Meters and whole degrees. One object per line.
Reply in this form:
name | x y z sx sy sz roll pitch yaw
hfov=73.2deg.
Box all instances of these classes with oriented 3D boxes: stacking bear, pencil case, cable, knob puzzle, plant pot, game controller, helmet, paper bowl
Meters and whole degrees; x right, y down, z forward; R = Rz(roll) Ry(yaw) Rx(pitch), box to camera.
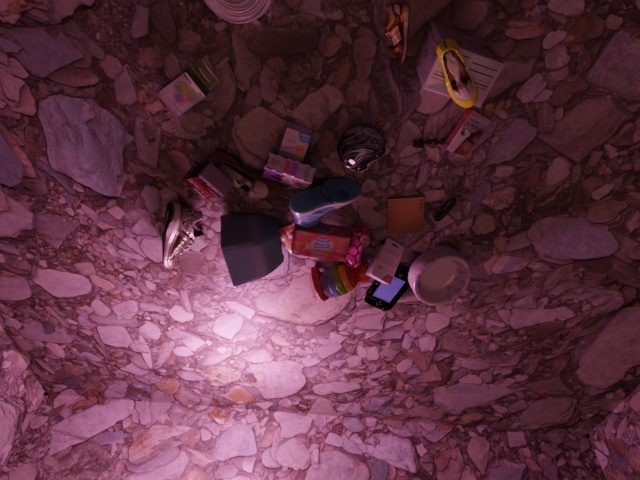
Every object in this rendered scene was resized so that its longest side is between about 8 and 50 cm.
stacking bear | 0.120 0.181 2.130 0.289 0.164 0.175 -22 126 15
pencil case | 0.171 0.029 2.009 0.098 0.095 0.209 35 132 33
cable | -0.264 -0.815 1.341 0.257 0.089 0.257 11 130 -6
knob puzzle | -0.088 -0.013 2.053 0.213 0.030 0.213 2 130 2
plant pot | -0.304 0.025 1.973 0.252 0.247 0.248 -11 130 -5
game controller | 0.350 0.239 2.216 0.166 0.067 0.319 19 128 -12
helmet | 0.159 -0.363 1.654 0.169 0.169 0.161 24 144 -17
paper bowl | 0.556 0.155 2.054 0.284 0.148 0.284 -6 123 -9

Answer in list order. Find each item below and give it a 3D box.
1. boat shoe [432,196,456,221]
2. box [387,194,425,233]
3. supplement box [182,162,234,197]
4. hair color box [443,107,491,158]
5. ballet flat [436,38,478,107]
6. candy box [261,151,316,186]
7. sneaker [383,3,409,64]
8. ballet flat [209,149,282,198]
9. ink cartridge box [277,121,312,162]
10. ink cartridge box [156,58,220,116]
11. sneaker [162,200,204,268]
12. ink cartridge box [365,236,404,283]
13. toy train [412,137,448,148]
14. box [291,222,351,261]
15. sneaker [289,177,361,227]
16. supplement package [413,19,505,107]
boat shoe | 0.550 -0.136 1.902 0.049 0.042 0.133 30 124 -18
box | 0.383 -0.114 1.943 0.164 0.021 0.201 -3 130 6
supplement box | -0.464 -0.242 1.767 0.130 0.073 0.239 43 161 -27
hair color box | 0.557 -0.408 1.642 0.093 0.053 0.167 22 118 -15
ballet flat | 0.400 -0.472 1.254 0.077 0.077 0.231 -24 125 21
candy box | -0.131 -0.277 1.746 0.196 0.070 0.165 17 173 -10
sneaker | 0.251 -0.687 1.441 0.083 0.070 0.186 5 125 11
ballet flat | -0.316 -0.250 1.802 0.342 0.124 0.116 33 123 -23
ink cartridge box | -0.109 -0.370 1.728 0.104 0.062 0.181 16 130 -10
ink cartridge box | -0.486 -0.560 1.589 0.209 0.062 0.109 -24 124 22
sneaker | -0.647 -0.004 2.035 0.182 0.158 0.410 4 138 -23
ink cartridge box | 0.310 0.095 2.055 0.115 0.198 0.067 29 168 -20
toy train | 0.444 -0.382 1.707 0.158 0.027 0.036 -1 132 4
box | 0.000 0.000 1.974 0.256 0.123 0.128 9 115 -8
sneaker | 0.015 -0.157 1.882 0.318 0.127 0.208 -14 159 -10
supplement package | 0.434 -0.573 1.390 0.204 0.262 0.145 15 130 -9
